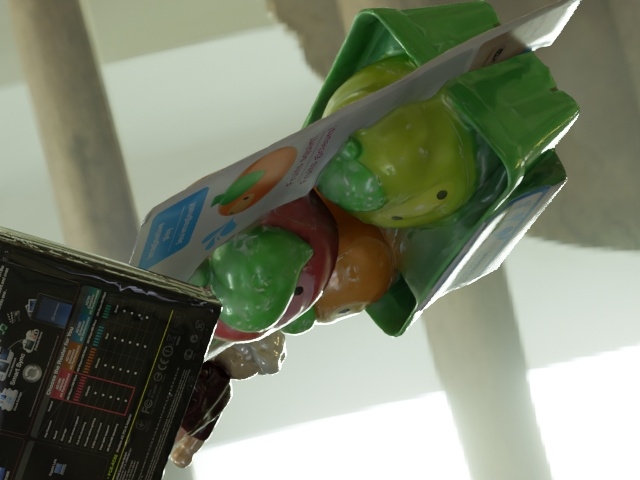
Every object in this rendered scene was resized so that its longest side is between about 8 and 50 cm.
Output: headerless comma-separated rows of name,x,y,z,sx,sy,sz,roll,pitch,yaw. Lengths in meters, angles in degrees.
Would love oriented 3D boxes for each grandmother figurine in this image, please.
grandmother figurine,-0.178,0.202,1.728,0.342,0.208,0.104,-41,-108,-12

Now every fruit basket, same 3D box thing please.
fruit basket,0.000,0.000,0.967,0.165,0.327,0.353,46,-124,11

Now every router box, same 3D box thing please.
router box,-0.097,0.061,0.477,0.092,0.122,0.038,19,-178,-30
